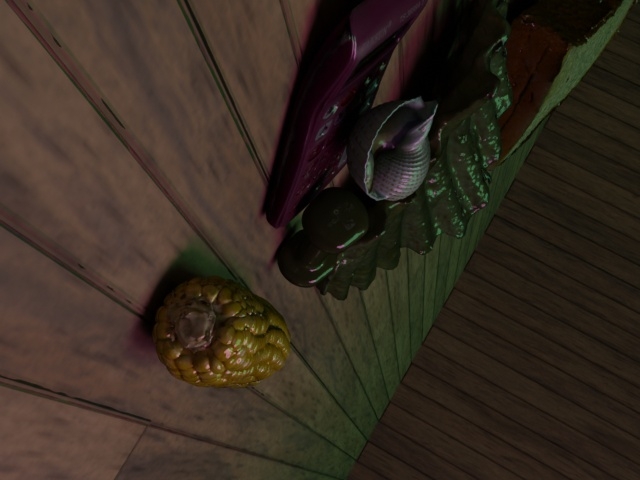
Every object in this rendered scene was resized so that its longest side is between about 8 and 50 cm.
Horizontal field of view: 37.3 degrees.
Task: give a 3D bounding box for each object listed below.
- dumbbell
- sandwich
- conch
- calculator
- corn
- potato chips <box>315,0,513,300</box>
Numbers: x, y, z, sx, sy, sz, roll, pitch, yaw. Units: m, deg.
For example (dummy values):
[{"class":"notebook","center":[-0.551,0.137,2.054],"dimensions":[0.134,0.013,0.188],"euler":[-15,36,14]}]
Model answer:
[{"class":"dumbbell","center":[0.000,0.000,0.744],"dimensions":[0.052,0.046,0.118],"euler":[-42,176,-23]},{"class":"sandwich","center":[0.322,-0.255,1.342],"dimensions":[0.301,0.099,0.271],"euler":[-44,169,-39]},{"class":"conch","center":[0.047,-0.069,0.685],"dimensions":[0.076,0.056,0.085],"euler":[-10,119,-46]},{"class":"calculator","center":[0.014,-0.101,0.672],"dimensions":[0.126,0.034,0.190],"euler":[-49,168,-47]},{"class":"corn","center":[-0.061,0.068,0.655],"dimensions":[0.072,0.072,0.203],"euler":[-61,169,-4]},{"class":"potato chips","center":[0.130,-0.091,1.008],"dimensions":[0.373,0.097,0.389],"euler":[-61,166,5]}]
